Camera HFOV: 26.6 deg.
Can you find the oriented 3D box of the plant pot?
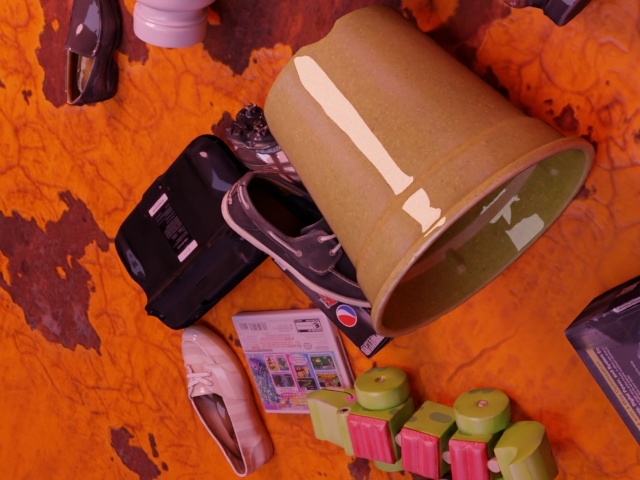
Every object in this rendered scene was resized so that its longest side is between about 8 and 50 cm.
[{"bbox_3d":[0.087,-0.088,1.355,0.254,0.276,0.276,51,135,20],"label":"plant pot"}]

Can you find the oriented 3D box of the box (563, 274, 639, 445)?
[{"bbox_3d":[0.469,0.177,1.296,0.318,0.097,0.395,-33,92,42],"label":"box"}]

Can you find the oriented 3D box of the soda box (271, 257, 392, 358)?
[{"bbox_3d":[0.026,0.055,1.593,0.169,0.060,0.053,46,132,9],"label":"soda box"}]

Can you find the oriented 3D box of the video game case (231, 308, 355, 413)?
[{"bbox_3d":[-0.030,0.155,1.722,0.157,0.019,0.143,-5,111,39],"label":"video game case"}]

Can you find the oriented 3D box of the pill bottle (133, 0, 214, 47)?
[{"bbox_3d":[-0.161,-0.314,1.494,0.112,0.112,0.187,25,128,25],"label":"pill bottle"}]

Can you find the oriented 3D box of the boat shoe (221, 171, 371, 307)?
[{"bbox_3d":[0.000,0.000,1.528,0.233,0.084,0.079,32,148,-8],"label":"boat shoe"}]

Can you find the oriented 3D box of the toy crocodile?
[{"bbox_3d":[0.123,0.231,1.585,0.340,0.105,0.115,8,119,34],"label":"toy crocodile"}]

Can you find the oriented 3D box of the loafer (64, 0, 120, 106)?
[{"bbox_3d":[-0.285,-0.243,1.665,0.062,0.061,0.170,20,124,30],"label":"loafer"}]

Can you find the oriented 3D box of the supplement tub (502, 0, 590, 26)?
[{"bbox_3d":[0.173,-0.288,1.254,0.198,0.106,0.106,45,133,8],"label":"supplement tub"}]

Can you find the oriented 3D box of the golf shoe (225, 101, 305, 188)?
[{"bbox_3d":[-0.012,-0.094,1.542,0.198,0.077,0.094,20,142,31],"label":"golf shoe"}]

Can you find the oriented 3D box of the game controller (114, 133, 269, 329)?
[{"bbox_3d":[-0.162,-0.005,1.691,0.319,0.067,0.166,-40,72,52],"label":"game controller"}]

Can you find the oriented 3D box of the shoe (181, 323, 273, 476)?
[{"bbox_3d":[-0.131,0.214,1.805,0.076,0.058,0.219,-17,103,42],"label":"shoe"}]

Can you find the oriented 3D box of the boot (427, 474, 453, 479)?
[{"bbox_3d":[0.101,0.381,1.666,0.077,0.137,0.198,42,132,11],"label":"boot"}]
